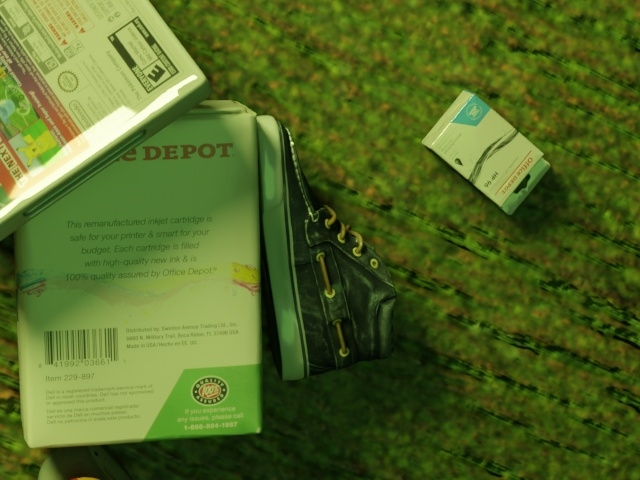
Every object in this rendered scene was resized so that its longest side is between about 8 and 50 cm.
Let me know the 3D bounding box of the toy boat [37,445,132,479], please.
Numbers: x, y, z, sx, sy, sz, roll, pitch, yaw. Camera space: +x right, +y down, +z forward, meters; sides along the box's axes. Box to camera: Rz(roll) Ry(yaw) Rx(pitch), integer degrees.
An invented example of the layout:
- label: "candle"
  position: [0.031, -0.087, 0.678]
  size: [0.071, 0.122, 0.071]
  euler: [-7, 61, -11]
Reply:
- label: "toy boat"
  position: [-0.152, 0.295, 1.294]
  size: [0.267, 0.148, 0.318]
  euler: [0, 107, -6]

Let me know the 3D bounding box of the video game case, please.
- label: "video game case"
  position: [-0.191, -0.109, 1.202]
  size: [0.183, 0.023, 0.201]
  euler: [-35, 62, -3]

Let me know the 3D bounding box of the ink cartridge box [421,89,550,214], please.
- label: "ink cartridge box"
  position: [0.116, -0.057, 1.329]
  size: [0.083, 0.028, 0.048]
  euler: [39, 91, -15]

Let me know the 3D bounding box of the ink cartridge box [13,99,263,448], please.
- label: "ink cartridge box"
  position: [-0.120, 0.017, 1.265]
  size: [0.154, 0.093, 0.212]
  euler: [-3, 101, -10]

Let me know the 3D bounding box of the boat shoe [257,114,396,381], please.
- label: "boat shoe"
  position: [0.000, 0.000, 1.303]
  size: [0.083, 0.065, 0.183]
  euler: [-11, 108, -10]
